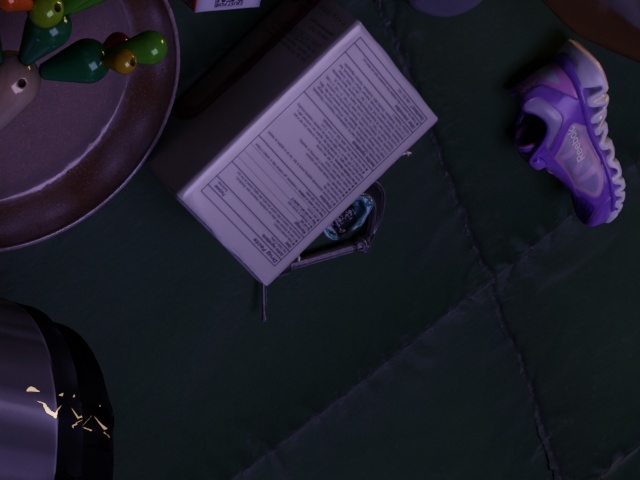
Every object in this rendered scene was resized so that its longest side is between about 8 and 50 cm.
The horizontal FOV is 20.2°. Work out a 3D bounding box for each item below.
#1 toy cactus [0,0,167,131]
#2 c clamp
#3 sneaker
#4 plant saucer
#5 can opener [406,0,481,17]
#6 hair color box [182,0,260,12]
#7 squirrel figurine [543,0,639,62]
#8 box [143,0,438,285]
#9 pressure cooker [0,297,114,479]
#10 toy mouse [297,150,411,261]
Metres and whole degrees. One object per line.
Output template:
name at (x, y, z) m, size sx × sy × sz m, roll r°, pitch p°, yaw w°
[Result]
toy cactus at (-0.239, -0.165, 1.461) m, size 0.219 × 0.112 × 0.180 m, roll 4°, pitch 138°, yaw -43°
c clamp at (0.000, 0.000, 1.891) m, size 0.161 × 0.022 × 0.137 m, roll -21°, pitch 127°, yaw -23°
sneaker at (0.264, -0.104, 1.970) m, size 0.104 × 0.095 × 0.236 m, roll -27°, pitch 130°, yaw -10°
plant saucer at (-0.268, -0.131, 1.554) m, size 0.310 × 0.050 × 0.310 m, roll -21°, pitch 132°, yaw -25°
can opener at (0.069, -0.254, 1.705) m, size 0.280 × 0.074 × 0.093 m, roll -1°, pitch 123°, yaw -38°
hair color box at (-0.081, -0.276, 1.592) m, size 0.072 × 0.043 × 0.141 m, roll -9°, pitch 126°, yaw -33°
squirrel figurine at (0.455, -0.305, 1.772) m, size 0.370 × 0.397 × 0.281 m, roll -43°, pitch -175°, yaw -33°
box at (-0.033, -0.101, 1.690) m, size 0.232 × 0.127 × 0.148 m, roll -44°, pitch 127°, yaw -1°
pressure cooker at (-0.359, 0.208, 1.467) m, size 0.420 × 0.370 × 0.375 m, roll 15°, pitch 152°, yaw -34°
toy mouse at (-0.002, -0.048, 1.828) m, size 0.161 × 0.031 × 0.143 m, roll 16°, pitch 98°, yaw -34°
